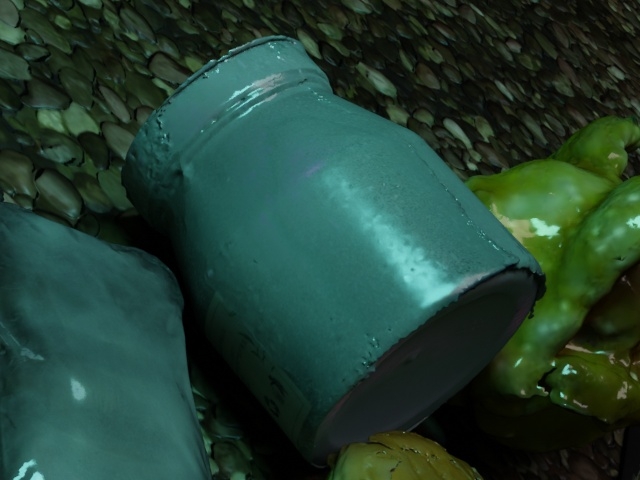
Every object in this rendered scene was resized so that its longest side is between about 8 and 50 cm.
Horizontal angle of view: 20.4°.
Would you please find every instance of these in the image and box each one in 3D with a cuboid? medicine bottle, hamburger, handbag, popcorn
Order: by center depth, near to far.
[{"bbox_3d":[-0.166,0.106,1.270,0.192,0.075,0.332,20,41,-34],"label":"handbag"},{"bbox_3d":[0.073,0.247,1.370,0.214,0.108,0.213,38,26,-22],"label":"hamburger"},{"bbox_3d":[0.000,0.000,1.439,0.290,0.245,0.245,51,28,20],"label":"medicine bottle"},{"bbox_3d":[0.217,0.032,1.638,0.321,0.290,0.325,53,41,-68],"label":"popcorn"}]

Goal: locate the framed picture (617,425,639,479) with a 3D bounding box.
[{"bbox_3d":[0.421,0.338,1.808,0.324,0.013,0.244,41,28,-7],"label":"framed picture"}]
